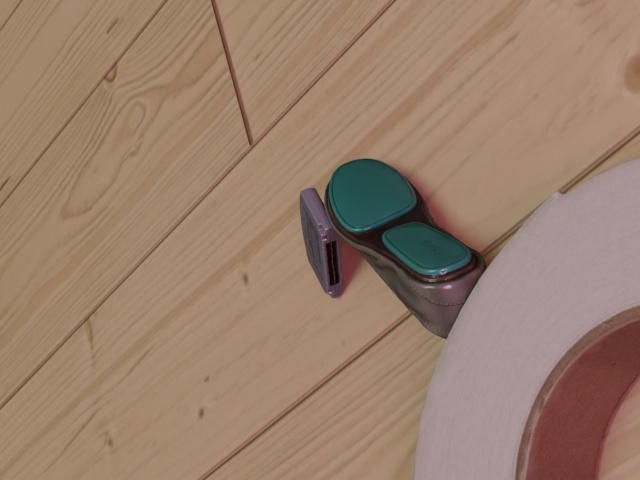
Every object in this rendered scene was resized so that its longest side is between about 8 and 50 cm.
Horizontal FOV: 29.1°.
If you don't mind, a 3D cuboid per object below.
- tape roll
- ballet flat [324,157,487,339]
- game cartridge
[{"bbox_3d":[0.207,0.139,0.670,0.392,0.072,0.392,-17,67,47],"label":"tape roll"},{"bbox_3d":[0.057,0.008,0.891,0.213,0.072,0.068,-129,21,-59],"label":"ballet flat"},{"bbox_3d":[0.000,0.000,0.972,0.083,0.017,0.056,85,159,-48],"label":"game cartridge"}]
